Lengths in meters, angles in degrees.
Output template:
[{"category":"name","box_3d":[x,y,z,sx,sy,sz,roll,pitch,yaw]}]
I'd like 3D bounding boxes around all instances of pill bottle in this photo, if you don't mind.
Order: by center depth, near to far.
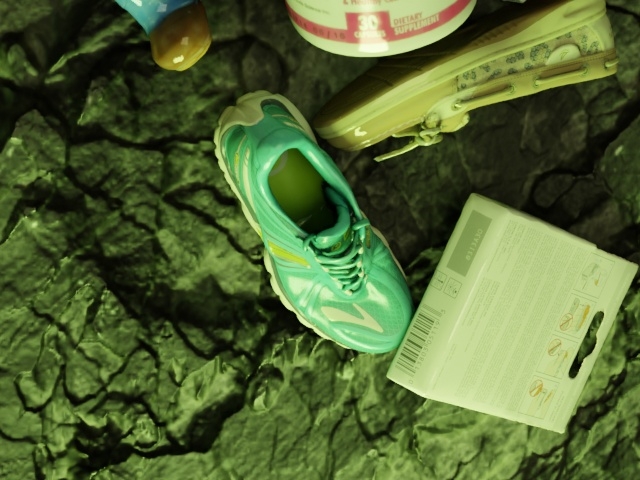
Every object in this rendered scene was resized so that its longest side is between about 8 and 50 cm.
[{"category":"pill bottle","box_3d":[0.033,-0.299,1.467,0.160,0.160,0.283,-22,130,-13]}]

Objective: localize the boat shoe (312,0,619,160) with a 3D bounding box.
[{"category":"boat shoe","box_3d":[0.131,-0.132,1.616,0.285,0.104,0.089,-25,107,-13]}]

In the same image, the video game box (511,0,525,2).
[{"category":"video game box","box_3d":[0.176,-0.339,1.615,0.205,0.048,0.187,-47,115,-3]}]

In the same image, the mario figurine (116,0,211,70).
[{"category":"mario figurine","box_3d":[-0.191,-0.256,1.433,0.320,0.170,0.198,33,63,-26]}]

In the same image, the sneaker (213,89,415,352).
[{"category":"sneaker","box_3d":[0.000,0.000,1.595,0.107,0.110,0.275,-38,121,-6]}]

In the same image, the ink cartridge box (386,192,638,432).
[{"category":"ink cartridge box","box_3d":[0.177,0.069,1.703,0.224,0.056,0.181,19,97,-50]}]
